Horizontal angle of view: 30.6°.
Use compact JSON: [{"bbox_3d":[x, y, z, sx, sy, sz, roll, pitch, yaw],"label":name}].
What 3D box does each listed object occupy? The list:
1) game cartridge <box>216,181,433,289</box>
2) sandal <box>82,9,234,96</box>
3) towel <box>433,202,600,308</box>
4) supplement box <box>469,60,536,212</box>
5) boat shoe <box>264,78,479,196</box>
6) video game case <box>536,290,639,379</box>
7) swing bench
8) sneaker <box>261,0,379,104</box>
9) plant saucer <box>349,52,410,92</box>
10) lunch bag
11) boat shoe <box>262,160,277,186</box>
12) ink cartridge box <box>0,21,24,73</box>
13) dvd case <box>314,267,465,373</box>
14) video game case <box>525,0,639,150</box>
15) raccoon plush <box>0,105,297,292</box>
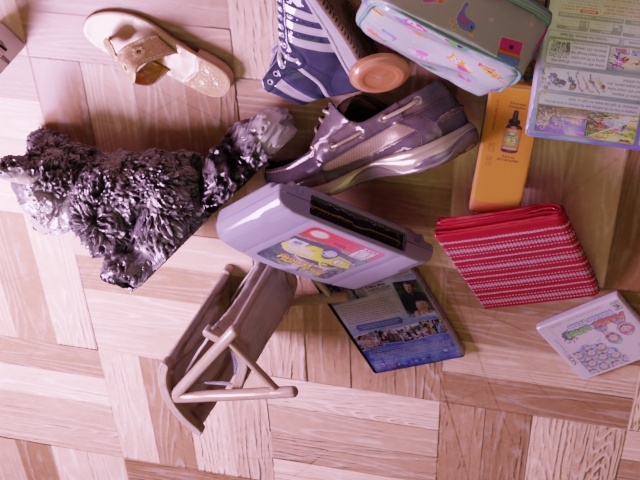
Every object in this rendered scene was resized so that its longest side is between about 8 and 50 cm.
[{"bbox_3d":[0.000,0.000,1.784,0.294,0.060,0.196,21,156,-32],"label":"game cartridge"},{"bbox_3d":[-0.249,-0.261,1.720,0.240,0.079,0.088,22,134,-3],"label":"sandal"},{"bbox_3d":[0.305,0.027,1.791,0.198,0.031,0.275,-8,149,22],"label":"towel"},{"bbox_3d":[0.266,-0.145,1.670,0.078,0.080,0.233,9,135,6],"label":"supplement box"},{"bbox_3d":[0.062,-0.152,1.715,0.355,0.132,0.130,-14,100,33],"label":"boat shoe"},{"bbox_3d":[0.460,0.159,1.925,0.157,0.019,0.143,-28,119,34],"label":"video game case"},{"bbox_3d":[-0.127,0.152,1.923,0.254,0.253,0.165,-26,114,39],"label":"swing bench"},{"bbox_3d":[-0.039,-0.302,1.606,0.153,0.099,0.282,-15,128,26],"label":"sneaker"},{"bbox_3d":[0.081,-0.225,1.591,0.083,0.013,0.083,-6,154,-3],"label":"plant saucer"},{"bbox_3d":[0.155,-0.280,1.462,0.224,0.279,0.108,29,89,-5],"label":"lunch bag"},{"bbox_3d":[-0.067,-0.072,1.864,0.042,0.049,0.133,-14,124,-8],"label":"boat shoe"},{"bbox_3d":[-0.522,-0.258,1.770,0.099,0.135,0.056,-30,114,35],"label":"ink cartridge box"},{"bbox_3d":[0.115,0.124,1.998,0.180,0.022,0.253,-14,126,29],"label":"dvd case"},{"bbox_3d":[0.414,-0.239,1.495,0.269,0.061,0.244,9,113,7],"label":"video game case"},{"bbox_3d":[-0.284,-0.137,1.831,0.446,0.216,0.299,-43,96,10],"label":"raccoon plush"}]
